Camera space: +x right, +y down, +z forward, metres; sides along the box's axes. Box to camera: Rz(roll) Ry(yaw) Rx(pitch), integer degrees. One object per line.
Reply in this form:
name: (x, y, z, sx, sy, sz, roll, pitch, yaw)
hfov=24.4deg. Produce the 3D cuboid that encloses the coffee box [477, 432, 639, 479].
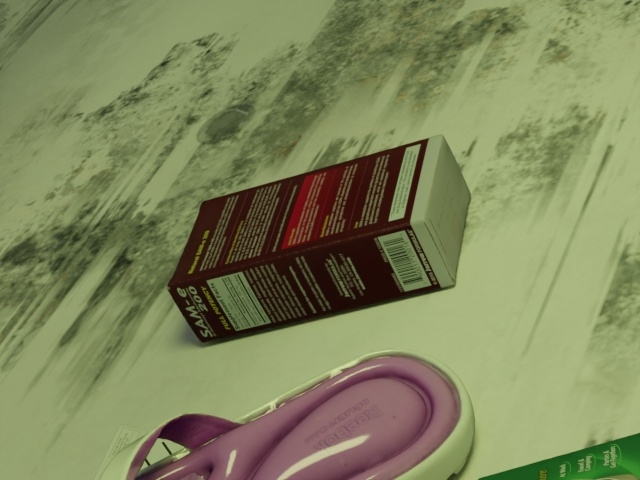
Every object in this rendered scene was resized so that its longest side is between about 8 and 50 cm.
coffee box: (0.180, 0.161, 0.883, 0.184, 0.040, 0.113, -19, 18, 15)

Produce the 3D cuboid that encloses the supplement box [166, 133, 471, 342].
supplement box: (0.000, 0.000, 1.264, 0.239, 0.073, 0.130, -14, 33, 23)

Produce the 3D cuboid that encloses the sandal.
sandal: (-0.077, 0.171, 0.955, 0.416, 0.102, 0.169, -33, 45, -29)

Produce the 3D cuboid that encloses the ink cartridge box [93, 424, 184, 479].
ink cartridge box: (-0.128, 0.225, 1.020, 0.097, 0.046, 0.207, 13, 42, 8)
